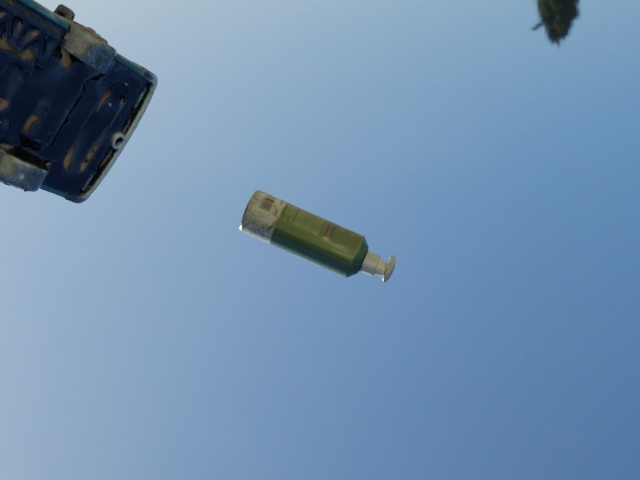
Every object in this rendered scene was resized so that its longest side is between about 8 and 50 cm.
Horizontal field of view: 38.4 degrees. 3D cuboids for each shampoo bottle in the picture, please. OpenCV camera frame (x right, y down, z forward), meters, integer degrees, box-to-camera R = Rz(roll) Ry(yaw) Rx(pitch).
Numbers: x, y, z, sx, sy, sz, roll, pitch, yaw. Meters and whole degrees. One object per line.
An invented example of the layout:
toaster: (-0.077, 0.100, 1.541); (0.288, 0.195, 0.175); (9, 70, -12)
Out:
shampoo bottle: (0.000, 0.000, 1.191); (0.204, 0.065, 0.065); (24, -151, 5)

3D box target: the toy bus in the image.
toy bus: (-0.240, -0.125, 0.606); (0.147, 0.128, 0.256); (34, -176, 24)
